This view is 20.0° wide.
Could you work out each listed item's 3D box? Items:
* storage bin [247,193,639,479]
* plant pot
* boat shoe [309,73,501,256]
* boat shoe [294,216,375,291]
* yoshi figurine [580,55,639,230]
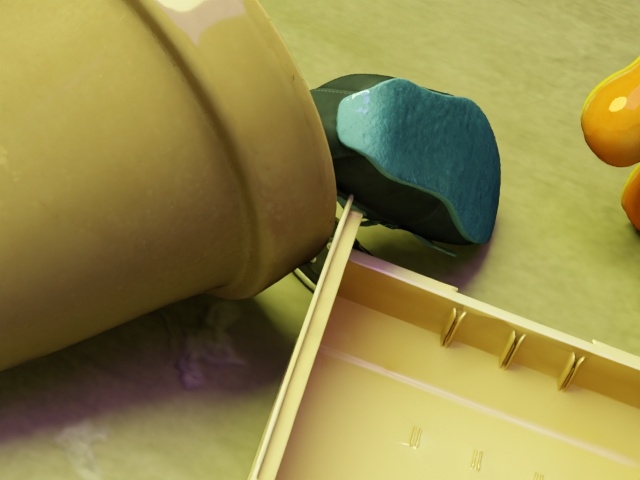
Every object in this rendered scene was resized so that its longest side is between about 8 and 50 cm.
[{"bbox_3d":[0.100,0.126,1.033,0.262,0.123,0.260,20,43,-1],"label":"storage bin"},{"bbox_3d":[-0.158,-0.039,1.038,0.229,0.263,0.263,-36,65,-22],"label":"plant pot"},{"bbox_3d":[0.045,-0.060,1.159,0.089,0.258,0.109,0,74,24],"label":"boat shoe"},{"bbox_3d":[0.000,0.000,1.184,0.125,0.038,0.046,38,45,17],"label":"boat shoe"},{"bbox_3d":[0.307,0.038,1.157,0.203,0.203,0.362,-14,40,-33],"label":"yoshi figurine"}]
